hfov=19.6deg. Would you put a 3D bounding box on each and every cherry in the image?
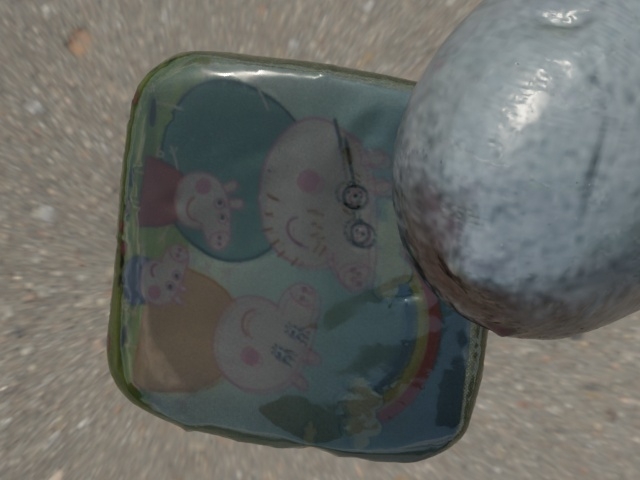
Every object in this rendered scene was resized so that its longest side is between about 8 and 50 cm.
[{"bbox_3d":[0.177,-0.064,1.234,0.296,0.255,0.218,-33,52,-29],"label":"cherry"}]

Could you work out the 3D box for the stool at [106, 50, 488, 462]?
[{"bbox_3d":[0.000,0.000,1.541,0.310,0.226,0.310,11,101,7],"label":"stool"}]
